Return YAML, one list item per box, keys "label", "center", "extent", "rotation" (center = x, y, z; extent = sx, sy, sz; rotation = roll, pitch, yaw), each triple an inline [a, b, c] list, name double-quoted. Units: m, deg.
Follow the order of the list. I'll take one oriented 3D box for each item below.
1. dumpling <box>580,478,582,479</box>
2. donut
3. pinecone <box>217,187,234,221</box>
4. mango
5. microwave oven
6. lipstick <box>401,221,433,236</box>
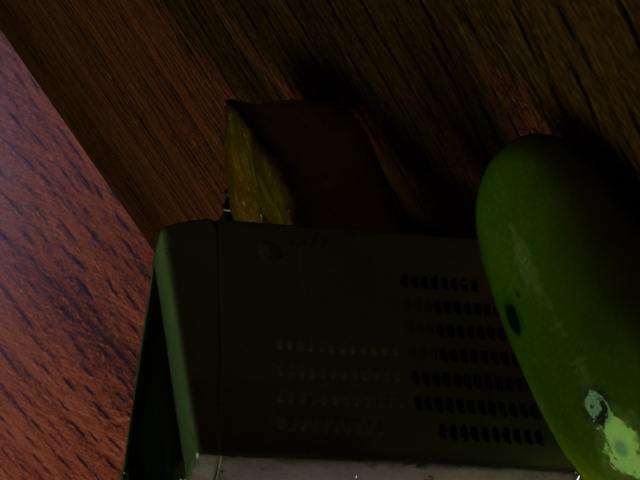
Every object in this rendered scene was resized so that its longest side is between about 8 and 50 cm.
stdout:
- label: "dumpling"
  center: [0.200, 0.142, 1.490]
  extent: [0.169, 0.100, 0.134]
  rotation: [-98, -17, -56]
- label: "donut"
  center: [0.000, 0.000, 1.608]
  extent: [0.303, 0.110, 0.303]
  rotation: [165, 90, -78]
- label: "pinecone"
  center: [-0.029, 0.006, 1.842]
  extent: [0.195, 0.150, 0.179]
  rotation: [48, 175, 31]
- label: "mango"
  center: [0.197, 0.064, 1.160]
  extent: [0.293, 0.143, 0.175]
  rotation: [59, 167, 11]
- label: "microwave oven"
  center: [0.003, 0.186, 1.399]
  extent: [0.394, 0.333, 0.247]
  rotation: [104, 165, -47]
- label: "lipstick"
  center: [0.129, 0.039, 1.551]
  extent: [0.057, 0.057, 0.356]
  rotation: [56, 169, -25]
